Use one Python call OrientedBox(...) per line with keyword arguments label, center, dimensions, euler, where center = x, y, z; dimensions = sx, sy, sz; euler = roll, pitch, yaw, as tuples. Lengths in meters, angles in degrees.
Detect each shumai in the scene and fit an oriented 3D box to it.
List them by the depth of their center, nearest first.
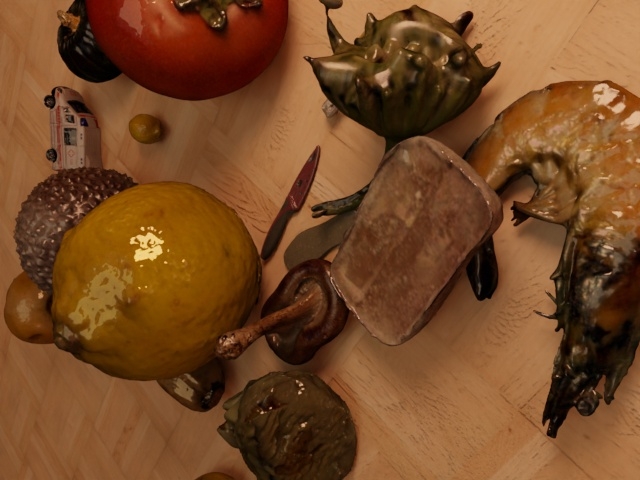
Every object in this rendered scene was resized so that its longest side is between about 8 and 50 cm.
OrientedBox(label="shumai", center=(-0.070, 0.329, 0.960), dimensions=(0.218, 0.189, 0.255), euler=(14, 123, 54))

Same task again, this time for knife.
OrientedBox(label="knife", center=(-0.054, -0.060, 0.954), dimensions=(0.035, 0.018, 0.247), euler=(44, 120, 27))

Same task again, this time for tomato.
OrientedBox(label="tomato", center=(-0.220, -0.386, 0.866), dimensions=(0.321, 0.321, 0.321), euler=(7, 102, 37))

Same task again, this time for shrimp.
OrientedBox(label="shrimp", center=(0.282, 0.028, 0.672), dimensions=(0.272, 0.085, 0.445), euler=(7, 99, 42))

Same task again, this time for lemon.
OrientedBox(label="lemon", center=(-0.290, 0.075, 0.941), dimensions=(0.350, 0.387, 0.349), euler=(22, 132, 26))
OrientedBox(label="lemon", center=(-0.374, -0.239, 1.144), dimensions=(0.092, 0.065, 0.065), euler=(19, 109, 28))

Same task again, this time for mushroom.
OrientedBox(label="mushroom", center=(-0.071, 0.136, 0.872), dimensions=(0.148, 0.217, 0.227), euler=(47, 122, 23))

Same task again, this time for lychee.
OrientedBox(label="lychee", center=(-0.505, -0.023, 1.136), dimensions=(0.300, 0.300, 0.300), euler=(7, 102, 37))

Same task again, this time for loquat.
OrientedBox(label="loquat", center=(-0.722, 0.168, 1.399), dimensions=(0.213, 0.213, 0.213), euler=(7, 102, 37))

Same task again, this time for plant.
OrientedBox(label="plant", center=(0.102, -0.184, 0.772), dimensions=(0.251, 0.333, 0.180), euler=(1, 62, -1))

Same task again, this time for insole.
OrientedBox(label="insole", center=(0.000, 0.000, 0.927), dimensions=(0.192, 0.010, 0.063), euler=(-31, 79, 36))

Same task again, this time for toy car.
OrientedBox(label="toy car", center=(-0.592, -0.266, 1.288), dimensions=(0.108, 0.089, 0.209), euler=(3, 98, 17))

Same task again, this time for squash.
OrientedBox(label="squash", center=(-0.470, -0.431, 1.132), dimensions=(0.193, 0.156, 0.193), euler=(-1, 85, 16))

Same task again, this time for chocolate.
OrientedBox(label="chocolate", center=(0.132, 0.006, 0.746), dimensions=(0.185, 0.100, 0.303), euler=(56, 139, 31))

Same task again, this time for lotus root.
OrientedBox(label="lotus root", center=(-0.286, 0.272, 1.130), dimensions=(0.221, 0.118, 0.125), euler=(33, 84, 32))

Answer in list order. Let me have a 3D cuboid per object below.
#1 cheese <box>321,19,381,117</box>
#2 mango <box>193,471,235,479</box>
OrientedBox(label="cheese", center=(0.058, -0.253, 0.823), dimensions=(0.162, 0.036, 0.086), euler=(-42, 71, 34))
OrientedBox(label="mango", center=(-0.233, 0.577, 1.155), dimensions=(0.195, 0.098, 0.137), euler=(-41, 70, 27))
